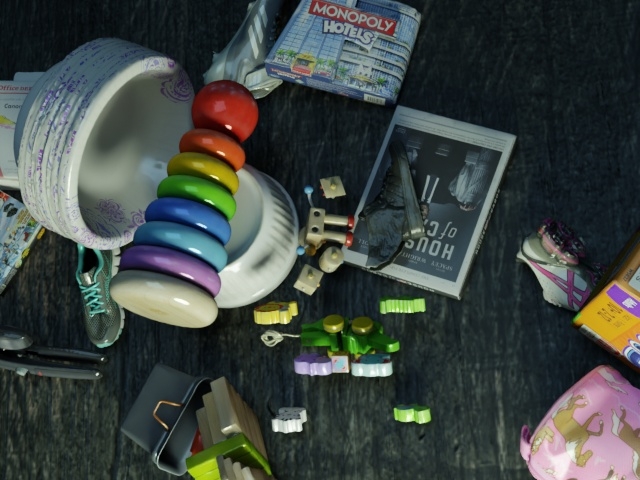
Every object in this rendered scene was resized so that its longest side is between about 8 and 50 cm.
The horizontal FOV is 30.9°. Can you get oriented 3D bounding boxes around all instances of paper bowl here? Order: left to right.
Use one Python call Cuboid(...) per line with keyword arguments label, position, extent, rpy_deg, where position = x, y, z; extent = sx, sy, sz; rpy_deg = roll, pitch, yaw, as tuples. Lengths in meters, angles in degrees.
Cuboid(label="paper bowl", position=(-0.308, -0.141, 1.598), extent=(0.148, 0.284, 0.284), rpy_deg=(24, 80, 22))

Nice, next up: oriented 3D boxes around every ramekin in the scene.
Cuboid(label="ramekin", position=(-0.139, -0.017, 1.608), extent=(0.207, 0.109, 0.207), rpy_deg=(-4, 72, 14))

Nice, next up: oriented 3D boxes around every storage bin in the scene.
Cuboid(label="storage bin", position=(-0.206, 0.232, 1.560), extent=(0.091, 0.098, 0.135), rpy_deg=(23, 80, 31))

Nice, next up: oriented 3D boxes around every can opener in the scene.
Cuboid(label="can opener", position=(-0.394, 0.169, 1.647), extent=(0.186, 0.073, 0.059), rpy_deg=(13, 68, 9))

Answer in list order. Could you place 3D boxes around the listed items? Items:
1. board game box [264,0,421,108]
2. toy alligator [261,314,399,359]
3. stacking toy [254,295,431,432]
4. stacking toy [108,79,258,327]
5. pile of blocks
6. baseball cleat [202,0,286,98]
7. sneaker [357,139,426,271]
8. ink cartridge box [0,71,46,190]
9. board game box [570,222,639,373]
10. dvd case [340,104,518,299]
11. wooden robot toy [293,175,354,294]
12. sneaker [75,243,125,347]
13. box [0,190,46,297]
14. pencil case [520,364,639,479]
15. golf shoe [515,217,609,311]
Cuboid(label="board game box", position=(0.040, -0.308, 1.657), extent=(0.194, 0.060, 0.194), rpy_deg=(15, 78, 5))
Cuboid(label="toy alligator", position=(0.017, 0.123, 1.555), extent=(0.190, 0.056, 0.051), rpy_deg=(3, 32, 17))
Cuboid(label="stacking toy", position=(0.030, 0.160, 1.495), extent=(0.221, 0.052, 0.167), rpy_deg=(-3, 103, 13))
Cuboid(label="stacking toy", position=(-0.162, -0.061, 1.504), extent=(0.141, 0.141, 0.330), rpy_deg=(9, 71, 18))
Cuboid(label="pile of blocks", position=(-0.100, 0.360, 1.455), extent=(0.113, 0.149, 0.362), rpy_deg=(-26, 68, 5))
Cuboid(label="baseball cleat", position=(-0.083, -0.288, 1.711), extent=(0.109, 0.072, 0.206), rpy_deg=(35, 89, 8))
Cuboid(label="sneaker", position=(0.088, -0.048, 1.556), extent=(0.089, 0.051, 0.170), rpy_deg=(-14, 73, 6))
Cuboid(label="ink cartridge box", position=(-0.453, -0.179, 1.766), extent=(0.115, 0.067, 0.198), rpy_deg=(2, 73, 16))
Cuboid(label="board game box", position=(0.535, 0.030, 1.244), extent=(0.356, 0.356, 0.356), rpy_deg=(35, 84, 11))
Cuboid(label="dvd case", position=(0.147, -0.056, 1.586), extent=(0.179, 0.029, 0.238), rpy_deg=(17, 78, 20))
Cuboid(label="wooden robot toy", position=(0.000, 0.000, 1.587), extent=(0.076, 0.079, 0.173), rpy_deg=(12, 65, -10))
Cuboid(label="sneaker", position=(-0.323, 0.069, 1.647), extent=(0.065, 0.076, 0.166), rpy_deg=(-14, 70, 12))
Cuboid(label="box", position=(-0.479, 0.005, 1.736), extent=(0.094, 0.027, 0.137), rpy_deg=(29, 82, 20))
Cuboid(label="pencil case", position=(0.414, 0.313, 1.329), extent=(0.386, 0.167, 0.160), rpy_deg=(41, 119, 23))
Cuboid(label="golf shoe", position=(0.332, 0.060, 1.489), extent=(0.186, 0.067, 0.086), rpy_deg=(50, 131, 13))
